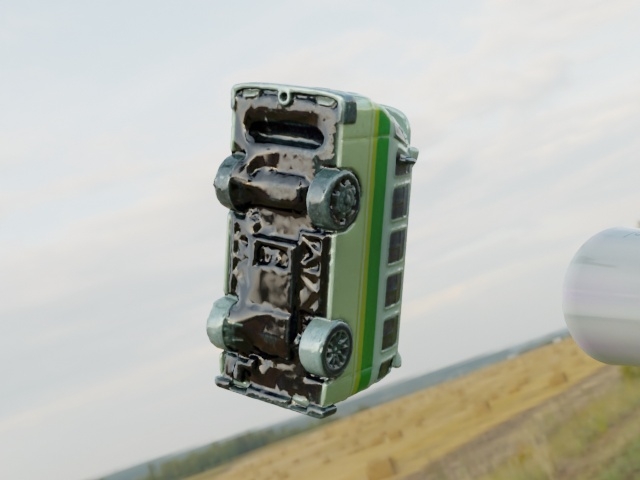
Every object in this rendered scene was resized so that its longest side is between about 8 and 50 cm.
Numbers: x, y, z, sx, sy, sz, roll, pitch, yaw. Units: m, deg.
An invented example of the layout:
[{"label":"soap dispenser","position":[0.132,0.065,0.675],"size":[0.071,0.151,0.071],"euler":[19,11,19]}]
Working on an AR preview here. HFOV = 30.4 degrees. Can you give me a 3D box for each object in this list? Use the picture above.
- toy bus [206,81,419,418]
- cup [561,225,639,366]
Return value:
[{"label":"toy bus","position":[0.000,0.000,1.048],"size":[0.134,0.276,0.165],"euler":[12,13,35]},{"label":"cup","position":[0.193,0.027,0.588],"size":[0.104,0.074,0.116],"euler":[-15,6,-21]}]
